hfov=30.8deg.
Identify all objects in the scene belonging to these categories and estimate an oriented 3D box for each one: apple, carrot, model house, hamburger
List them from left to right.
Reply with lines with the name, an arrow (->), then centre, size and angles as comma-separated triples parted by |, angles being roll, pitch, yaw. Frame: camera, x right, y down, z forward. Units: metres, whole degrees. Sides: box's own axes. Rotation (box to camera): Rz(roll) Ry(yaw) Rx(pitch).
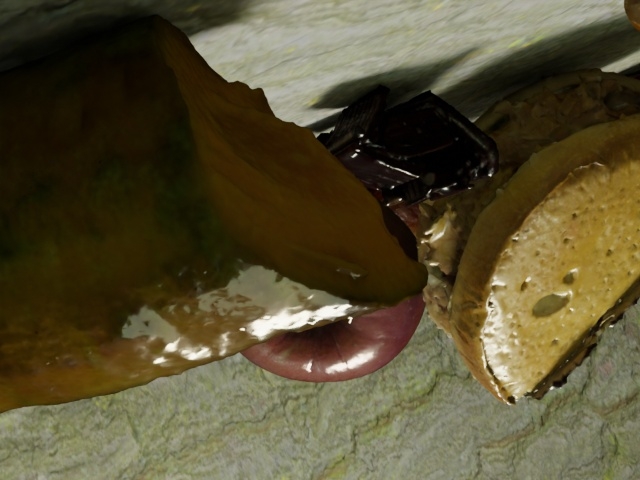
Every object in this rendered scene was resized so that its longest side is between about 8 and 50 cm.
carrot -> -0.120, -0.023, 0.797 | 0.340, 0.241, 0.241 | -18, 174, 5
apple -> -0.003, 0.048, 1.593 | 0.305, 0.306, 0.235 | -20, -157, 7
model house -> 0.067, -0.086, 1.276 | 0.164, 0.141, 0.203 | -28, 180, -26
hamburger -> 0.264, -0.050, 1.436 | 0.287, 0.268, 0.445 | 33, 104, -35

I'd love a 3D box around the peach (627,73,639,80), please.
peach -> 0.497, -0.158, 1.699 | 0.226, 0.190, 0.196 | -13, 159, -3

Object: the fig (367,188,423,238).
fig -> 0.084, -0.015, 1.881 | 0.207, 0.175, 0.175 | 8, 160, -28

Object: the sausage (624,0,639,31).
sausage -> 0.383, -0.239, 1.175 | 0.103, 0.076, 0.302 | -12, 180, 38
